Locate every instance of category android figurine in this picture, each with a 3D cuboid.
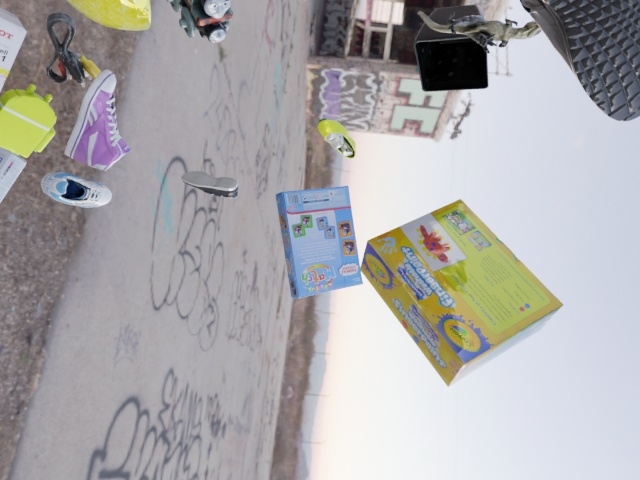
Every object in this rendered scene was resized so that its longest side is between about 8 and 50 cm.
[{"bbox_3d":[-0.962,-0.369,1.631,0.273,0.056,0.248,-51,154,6],"label":"android figurine"}]

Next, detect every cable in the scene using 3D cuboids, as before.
[{"bbox_3d":[-0.695,-0.517,1.395,0.287,0.139,0.072,105,-17,-66],"label":"cable"}]

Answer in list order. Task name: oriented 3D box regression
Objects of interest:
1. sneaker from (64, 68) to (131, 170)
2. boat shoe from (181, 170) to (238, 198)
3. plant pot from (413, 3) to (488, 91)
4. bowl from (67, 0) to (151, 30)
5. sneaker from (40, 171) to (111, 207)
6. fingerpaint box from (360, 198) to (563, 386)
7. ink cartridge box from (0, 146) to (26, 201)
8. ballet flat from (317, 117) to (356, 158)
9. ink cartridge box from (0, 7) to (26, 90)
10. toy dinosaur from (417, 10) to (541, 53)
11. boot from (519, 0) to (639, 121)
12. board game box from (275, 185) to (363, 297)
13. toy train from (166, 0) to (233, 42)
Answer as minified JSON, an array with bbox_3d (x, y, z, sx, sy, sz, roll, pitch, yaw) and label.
[{"bbox_3d":[-0.600,-0.331,1.465,0.282,0.161,0.102,-58,-167,24],"label":"sneaker"},{"bbox_3d":[-0.233,-0.116,1.086,0.038,0.125,0.046,92,10,-46],"label":"boat shoe"},{"bbox_3d":[0.377,-0.549,1.439,0.188,0.187,0.167,57,41,-56],"label":"plant pot"},{"bbox_3d":[-0.414,-0.499,0.878,0.289,0.155,0.290,51,-27,39],"label":"bowl"},{"bbox_3d":[-0.648,-0.128,1.401,0.085,0.086,0.237,-68,165,2],"label":"sneaker"},{"bbox_3d":[0.393,0.135,1.508,0.445,0.370,0.163,53,-25,29],"label":"fingerpaint box"},{"bbox_3d":[-1.020,-0.142,1.391,0.330,0.323,0.071,-64,164,-15],"label":"ink cartridge box"},{"bbox_3d":[0.067,-0.349,1.798,0.231,0.077,0.077,26,48,-58],"label":"ballet flat"},{"bbox_3d":[-0.828,-0.416,1.157,0.117,0.201,0.278,43,-74,38],"label":"ink cartridge box"},{"bbox_3d":[0.306,-0.417,1.015,0.118,0.268,0.064,-47,147,-52],"label":"toy dinosaur"},{"bbox_3d":[0.361,-0.341,0.744,0.338,0.118,0.223,50,23,-16],"label":"boot"},{"bbox_3d":[0.000,0.000,1.057,0.039,0.160,0.212,-11,-92,59],"label":"board game box"},{"bbox_3d":[-0.326,-0.675,1.311,0.334,0.142,0.190,63,-23,13],"label":"toy train"}]
